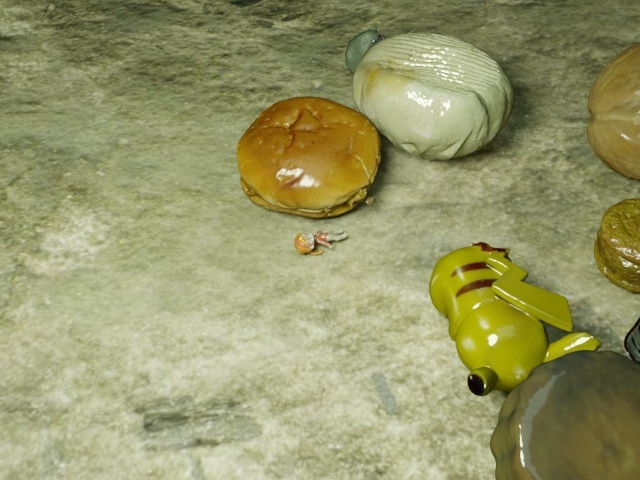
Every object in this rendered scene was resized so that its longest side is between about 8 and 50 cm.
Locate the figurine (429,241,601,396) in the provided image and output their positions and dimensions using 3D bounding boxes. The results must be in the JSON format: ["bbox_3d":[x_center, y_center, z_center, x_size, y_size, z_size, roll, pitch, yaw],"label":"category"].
[{"bbox_3d":[0.306,0.132,1.250,0.218,0.169,0.327,-13,45,-4],"label":"figurine"}]

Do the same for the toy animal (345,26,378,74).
[{"bbox_3d":[0.128,-0.424,1.866,0.138,0.108,0.236,-17,54,23],"label":"toy animal"}]

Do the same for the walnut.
[{"bbox_3d":[0.729,-0.273,1.539,0.332,0.333,0.333,-1,45,1],"label":"walnut"}]

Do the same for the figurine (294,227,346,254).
[{"bbox_3d":[0.000,0.000,1.483,0.109,0.047,0.064,-14,38,-23],"label":"figurine"}]

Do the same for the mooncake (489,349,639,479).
[{"bbox_3d":[0.386,0.306,1.046,0.290,0.161,0.291,3,59,-5],"label":"mooncake"}]

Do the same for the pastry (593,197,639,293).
[{"bbox_3d":[0.616,0.009,1.402,0.188,0.103,0.189,-1,45,1],"label":"pastry"}]

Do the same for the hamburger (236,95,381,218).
[{"bbox_3d":[-0.020,-0.173,1.570,0.314,0.170,0.290,15,54,15],"label":"hamburger"}]

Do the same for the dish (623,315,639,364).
[{"bbox_3d":[0.596,0.207,1.236,0.190,0.066,0.191,-1,48,1],"label":"dish"}]

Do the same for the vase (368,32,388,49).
[{"bbox_3d":[0.212,-0.446,1.811,0.214,0.086,0.086,12,34,-37],"label":"vase"}]

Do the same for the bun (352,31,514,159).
[{"bbox_3d":[0.247,-0.310,1.647,0.365,0.219,0.365,6,38,-5],"label":"bun"}]
